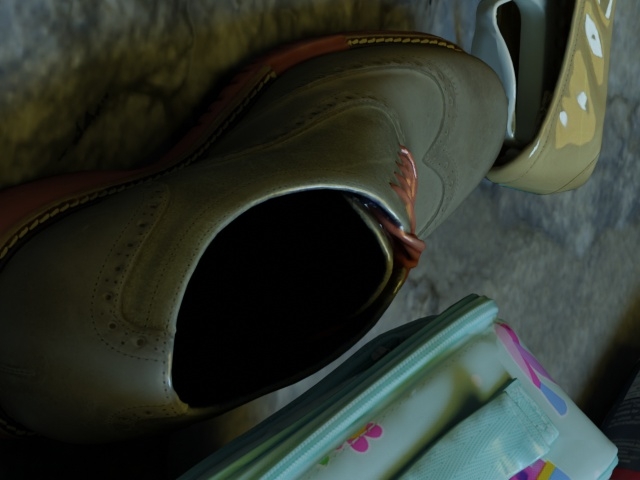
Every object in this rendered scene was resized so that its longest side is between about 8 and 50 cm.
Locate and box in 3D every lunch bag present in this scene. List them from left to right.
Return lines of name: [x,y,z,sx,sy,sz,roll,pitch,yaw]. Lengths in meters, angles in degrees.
lunch bag: [-0.024,0.135,0.708,0.108,0.224,0.279,48,46,7]

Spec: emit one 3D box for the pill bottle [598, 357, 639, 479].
pill bottle: [0.223,0.121,1.147,0.180,0.108,0.108,-54,136,-34]

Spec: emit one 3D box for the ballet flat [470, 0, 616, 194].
ballet flat: [0.114,-0.137,0.976,0.073,0.080,0.232,-5,99,-39]

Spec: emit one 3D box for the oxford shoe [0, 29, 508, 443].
oxford shoe: [0.000,0.000,0.791,0.348,0.130,0.123,-34,123,-46]
